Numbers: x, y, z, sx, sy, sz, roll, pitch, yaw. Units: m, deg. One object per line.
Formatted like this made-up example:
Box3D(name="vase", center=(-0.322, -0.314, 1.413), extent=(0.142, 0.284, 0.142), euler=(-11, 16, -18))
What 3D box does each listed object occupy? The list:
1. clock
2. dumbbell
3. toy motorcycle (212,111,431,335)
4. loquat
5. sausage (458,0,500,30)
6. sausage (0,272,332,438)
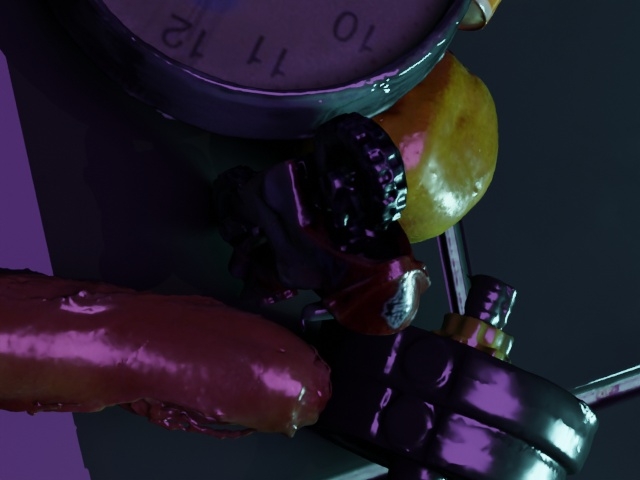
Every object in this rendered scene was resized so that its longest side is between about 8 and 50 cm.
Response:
Box3D(name="clock", center=(-0.034, -0.197, 1.133), extent=(0.280, 0.055, 0.281), euler=(4, 74, -14))
Box3D(name="dumbbell", center=(0.034, 0.201, 1.168), extent=(0.185, 0.185, 0.388), euler=(28, 78, -27))
Box3D(name="toy motorcycle", center=(0.001, 0.000, 1.118), extent=(0.082, 0.213, 0.122), euler=(-15, 88, -27))
Box3D(name="loquat", center=(0.048, -0.066, 1.206), extent=(0.137, 0.113, 0.137), euler=(7, 75, -28))
Box3D(name="sausage", center=(0.134, -0.250, 1.265), extent=(0.071, 0.071, 0.234), euler=(37, 76, -25))
Box3D(name="sausage", center=(-0.154, 0.060, 1.094), extent=(0.326, 0.087, 0.079), euler=(7, 116, -14))
